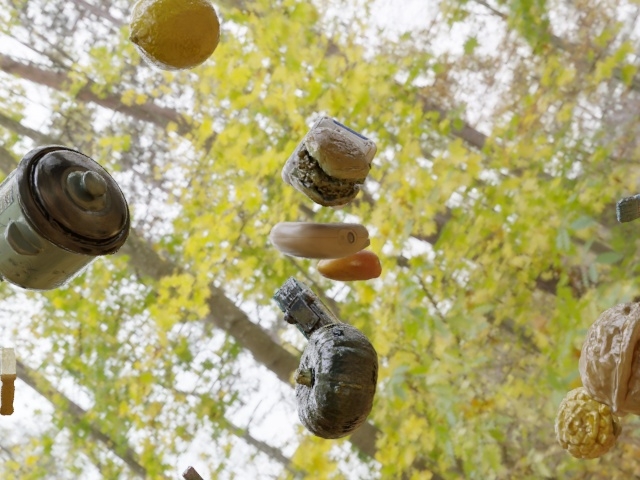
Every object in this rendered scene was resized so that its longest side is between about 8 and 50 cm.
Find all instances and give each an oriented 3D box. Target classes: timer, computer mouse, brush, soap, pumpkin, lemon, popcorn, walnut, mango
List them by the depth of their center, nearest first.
[{"bbox_3d":[0.025,0.256,1.484,0.211,0.152,0.211,-174,90,-87],"label":"pumpkin"},{"bbox_3d":[-0.307,-0.439,1.692,0.203,0.178,0.178,-25,-33,-32],"label":"lemon"},{"bbox_3d":[0.000,0.000,1.731,0.237,0.145,0.081,1,-90,-52],"label":"computer mouse"},{"bbox_3d":[0.679,0.261,1.756,0.257,0.225,0.257,-38,-45,-50],"label":"walnut"},{"bbox_3d":[-0.696,0.309,1.801,0.252,0.037,0.092,-164,77,-67],"label":"soap"},{"bbox_3d":[0.778,-0.095,1.878,0.196,0.021,0.070,-19,-55,-2],"label":"brush"},{"bbox_3d":[0.643,0.437,1.948,0.180,0.170,0.179,179,90,-83],"label":"popcorn"},{"bbox_3d":[0.028,-0.201,2.004,0.253,0.178,0.078,-60,-2,-45],"label":"timer"},{"bbox_3d":[0.089,0.077,2.561,0.141,0.217,0.102,-176,83,-69],"label":"mango"}]

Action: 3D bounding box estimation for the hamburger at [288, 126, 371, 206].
[{"bbox_3d":[0.031,-0.153,1.650,0.185,0.159,0.131,-16,-43,-50],"label":"hamburger"}]

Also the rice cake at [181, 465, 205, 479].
[{"bbox_3d":[-0.235,0.590,1.823,0.036,0.206,0.047,-42,-3,-10],"label":"rice cake"}]

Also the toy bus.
[{"bbox_3d":[-0.002,0.196,1.876,0.091,0.261,0.109,-47,-29,10],"label":"toy bus"}]

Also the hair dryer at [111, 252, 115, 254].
[{"bbox_3d":[-0.666,0.024,2.390,0.189,0.107,0.352,-47,21,-20],"label":"hair dryer"}]

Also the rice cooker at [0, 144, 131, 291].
[{"bbox_3d":[-0.554,-0.047,1.697,0.317,0.264,0.316,-36,4,3],"label":"rice cooker"}]
